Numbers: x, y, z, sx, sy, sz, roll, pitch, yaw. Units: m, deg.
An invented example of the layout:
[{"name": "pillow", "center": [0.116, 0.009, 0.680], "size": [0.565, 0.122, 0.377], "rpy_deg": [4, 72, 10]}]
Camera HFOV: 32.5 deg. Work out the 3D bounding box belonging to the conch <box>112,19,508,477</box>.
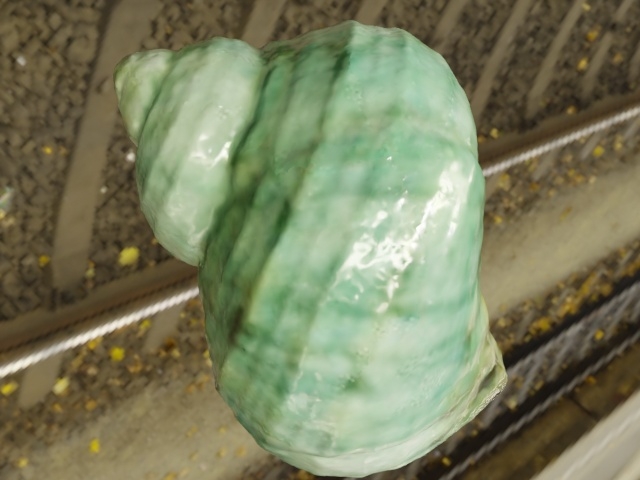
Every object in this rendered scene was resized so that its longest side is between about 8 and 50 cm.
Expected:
[{"name": "conch", "center": [-0.001, 0.004, 0.430], "size": [0.122, 0.188, 0.176], "rpy_deg": [-19, 176, -24]}]
